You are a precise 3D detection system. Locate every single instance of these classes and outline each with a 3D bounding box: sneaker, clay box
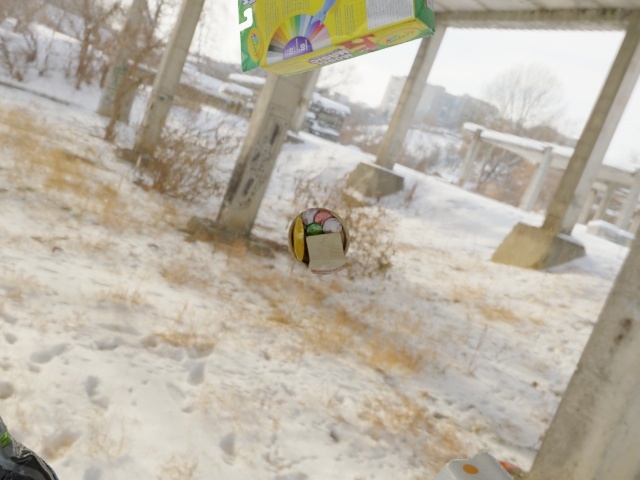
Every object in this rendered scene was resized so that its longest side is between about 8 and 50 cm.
[{"bbox_3d":[-0.297,0.182,0.554,0.188,0.067,0.078,48,-21,6],"label":"sneaker"},{"bbox_3d":[0.008,-0.259,0.687,0.222,0.127,0.053,-6,-5,35],"label":"clay box"}]

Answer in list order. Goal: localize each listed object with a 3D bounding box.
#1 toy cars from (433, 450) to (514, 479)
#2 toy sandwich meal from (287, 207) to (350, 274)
[{"bbox_3d":[0.015,0.274,0.453,0.087,0.393,0.176,12,55,-23],"label":"toy cars"},{"bbox_3d":[0.000,0.000,0.766,0.086,0.085,0.029,19,-11,-9],"label":"toy sandwich meal"}]
